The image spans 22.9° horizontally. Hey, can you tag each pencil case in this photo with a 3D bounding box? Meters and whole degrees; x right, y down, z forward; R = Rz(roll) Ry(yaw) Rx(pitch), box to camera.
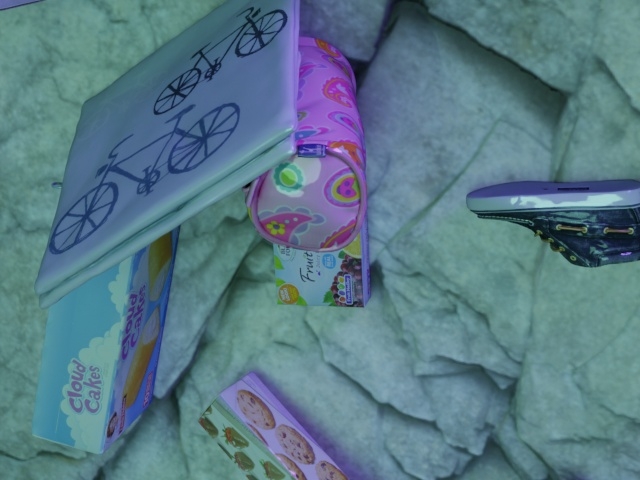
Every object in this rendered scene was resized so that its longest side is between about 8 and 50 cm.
[{"bbox_3d":[-0.017,-0.099,1.549,0.124,0.284,0.124,0,120,-1],"label":"pencil case"}]

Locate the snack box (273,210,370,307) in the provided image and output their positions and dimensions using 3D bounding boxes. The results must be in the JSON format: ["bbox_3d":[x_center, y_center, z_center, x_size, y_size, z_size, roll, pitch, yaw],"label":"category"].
[{"bbox_3d":[0.000,0.000,1.710,0.100,0.037,0.141,2,108,16],"label":"snack box"}]

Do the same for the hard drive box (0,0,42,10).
[{"bbox_3d":[-0.380,-0.353,1.624,0.181,0.089,0.232,10,114,50],"label":"hard drive box"}]

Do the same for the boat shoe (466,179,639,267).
[{"bbox_3d":[0.242,-0.015,1.625,0.183,0.065,0.083,0,106,14],"label":"boat shoe"}]

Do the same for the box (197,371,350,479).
[{"bbox_3d":[-0.002,0.288,1.749,0.324,0.067,0.063,48,133,10],"label":"box"}]

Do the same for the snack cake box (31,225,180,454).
[{"bbox_3d":[-0.232,0.081,1.737,0.089,0.152,0.264,15,111,9],"label":"snack cake box"}]

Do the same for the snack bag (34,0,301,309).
[{"bbox_3d":[-0.143,-0.116,1.567,0.323,0.342,0.037,-32,121,23],"label":"snack bag"}]
